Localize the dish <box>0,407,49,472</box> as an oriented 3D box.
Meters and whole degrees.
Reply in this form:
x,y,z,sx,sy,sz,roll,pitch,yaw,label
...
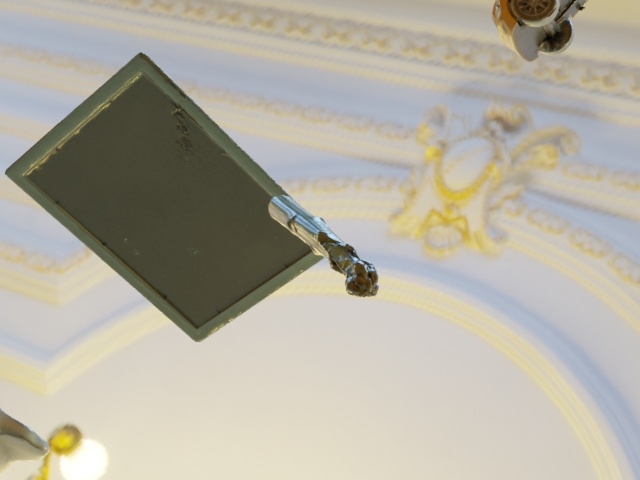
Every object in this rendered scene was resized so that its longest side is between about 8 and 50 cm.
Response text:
x,y,z,sx,sy,sz,roll,pitch,yaw,label
-0.306,0.114,0.757,0.236,0.228,0.086,2,-129,31,dish

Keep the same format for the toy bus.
x,y,z,sx,sy,sz,roll,pitch,yaw,label
0.161,-0.194,0.762,0.074,0.069,0.162,44,-83,22,toy bus

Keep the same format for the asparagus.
x,y,z,sx,sy,sz,roll,pitch,yaw,label
0.000,0.000,0.525,0.015,0.018,0.127,-31,-158,-7,asparagus

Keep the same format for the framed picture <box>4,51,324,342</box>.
x,y,z,sx,sy,sz,roll,pitch,yaw,label
-0.157,-0.037,1.291,0.232,0.296,0.019,-34,-157,29,framed picture
